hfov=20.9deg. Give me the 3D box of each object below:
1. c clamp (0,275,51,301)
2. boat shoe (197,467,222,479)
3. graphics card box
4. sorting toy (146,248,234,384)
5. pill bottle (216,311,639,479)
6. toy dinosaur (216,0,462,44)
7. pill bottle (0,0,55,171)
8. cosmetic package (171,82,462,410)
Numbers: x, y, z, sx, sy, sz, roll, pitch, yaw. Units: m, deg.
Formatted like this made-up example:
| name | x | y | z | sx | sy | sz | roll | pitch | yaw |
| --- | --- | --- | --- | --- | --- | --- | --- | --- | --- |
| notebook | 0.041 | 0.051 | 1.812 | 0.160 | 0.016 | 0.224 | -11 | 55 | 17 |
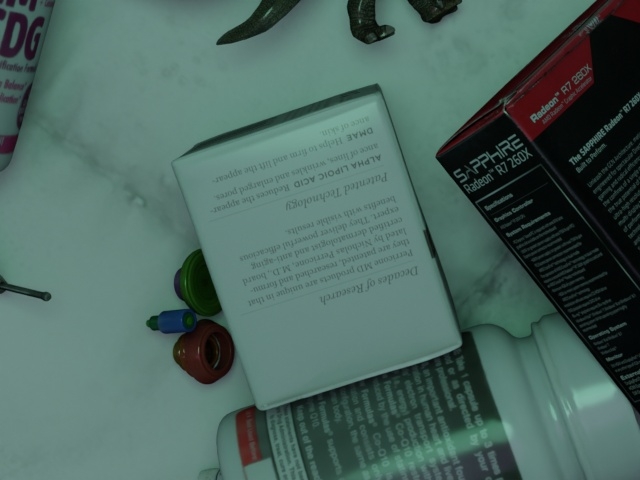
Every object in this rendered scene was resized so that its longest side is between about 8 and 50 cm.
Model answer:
| name | x | y | z | sx | sy | sz | roll | pitch | yaw |
| --- | --- | --- | --- | --- | --- | --- | --- | --- | --- |
| c clamp | -0.282 | -0.016 | 1.253 | 0.161 | 0.137 | 0.022 | 54 | 53 | -35 |
| boat shoe | -0.076 | 0.221 | 1.322 | 0.035 | 0.035 | 0.100 | -2 | 103 | 30 |
| graphics card box | 0.273 | 0.008 | 1.186 | 0.371 | 0.094 | 0.233 | 50 | 54 | -4 |
| sorting toy | -0.099 | 0.058 | 1.294 | 0.042 | 0.061 | 0.102 | -5 | 91 | 37 |
| pill bottle | 0.083 | 0.156 | 1.239 | 0.283 | 0.161 | 0.161 | -20 | 96 | 5 |
| toy dinosaur | 0.057 | -0.237 | 1.228 | 0.313 | 0.121 | 0.160 | -30 | 84 | 11 |
| pill bottle | -0.259 | -0.201 | 1.205 | 0.160 | 0.160 | 0.283 | 16 | 98 | 0 |
| cosmetic package | 0.000 | 0.000 | 1.227 | 0.151 | 0.151 | 0.184 | -18 | 97 | 4 |
